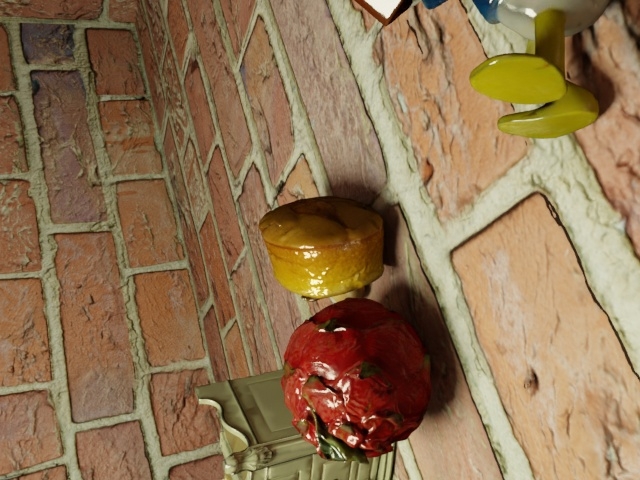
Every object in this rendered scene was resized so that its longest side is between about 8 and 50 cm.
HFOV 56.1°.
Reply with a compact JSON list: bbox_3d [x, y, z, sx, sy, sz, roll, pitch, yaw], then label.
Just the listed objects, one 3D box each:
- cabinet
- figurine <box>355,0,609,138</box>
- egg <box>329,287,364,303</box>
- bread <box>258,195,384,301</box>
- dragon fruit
[{"bbox_3d":[-0.056,0.411,1.126,0.227,0.317,0.290,45,136,53],"label":"cabinet"},{"bbox_3d":[0.160,-0.300,0.621,0.204,0.283,0.339,24,-105,-72],"label":"figurine"},{"bbox_3d":[0.045,0.086,1.098,0.083,0.071,0.071,42,-147,-74],"label":"egg"},{"bbox_3d":[0.000,0.000,1.040,0.269,0.195,0.143,-156,52,-65],"label":"bread"},{"bbox_3d":[0.050,0.207,0.940,0.299,0.244,0.245,-116,24,-74],"label":"dragon fruit"}]
